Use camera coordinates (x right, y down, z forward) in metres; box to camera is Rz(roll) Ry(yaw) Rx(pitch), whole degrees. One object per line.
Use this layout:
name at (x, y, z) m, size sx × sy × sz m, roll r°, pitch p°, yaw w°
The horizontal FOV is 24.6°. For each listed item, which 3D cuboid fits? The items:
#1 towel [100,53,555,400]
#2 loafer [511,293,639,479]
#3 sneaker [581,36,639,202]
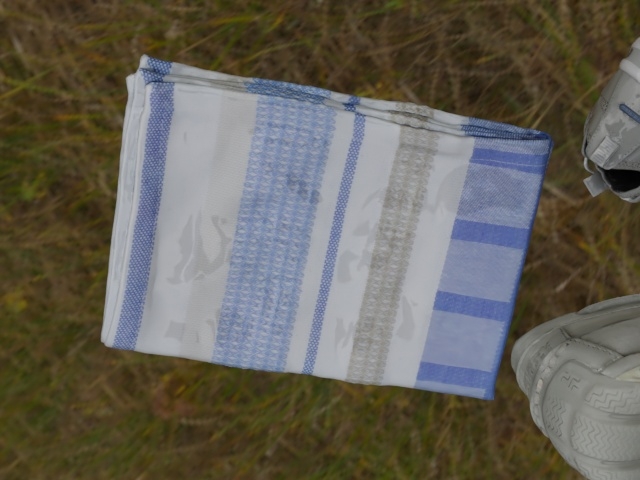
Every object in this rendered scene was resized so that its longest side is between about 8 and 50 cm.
towel at (0.000, 0.000, 0.981) m, size 0.285 × 0.034 × 0.209 m, roll 9°, pitch 111°, yaw -5°
loafer at (0.257, 0.065, 0.808) m, size 0.320 × 0.111 × 0.112 m, roll 0°, pitch 115°, yaw -24°
sneaker at (0.256, -0.084, 1.214) m, size 0.105 × 0.281 × 0.115 m, roll 43°, pitch 93°, yaw 19°
